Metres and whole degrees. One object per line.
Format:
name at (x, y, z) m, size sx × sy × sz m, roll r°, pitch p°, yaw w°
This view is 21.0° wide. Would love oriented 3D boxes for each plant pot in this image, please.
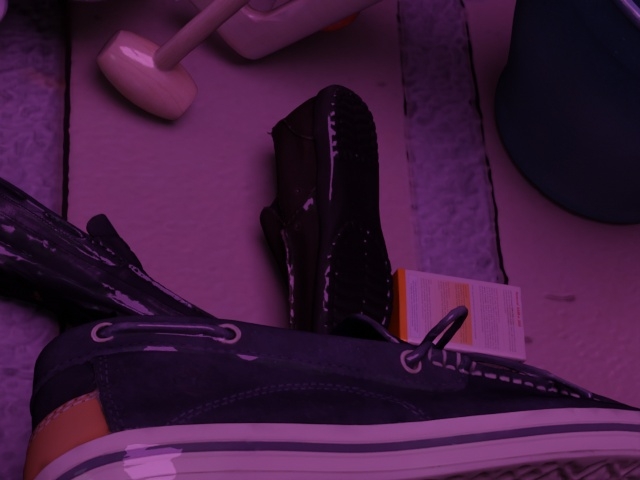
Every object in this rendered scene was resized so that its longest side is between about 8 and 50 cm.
plant pot at (0.260, -0.151, 1.309) m, size 0.271 × 0.255 × 0.272 m, roll 10°, pitch 58°, yaw -16°

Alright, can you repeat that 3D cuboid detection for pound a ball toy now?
pound a ball toy at (0.011, -0.200, 1.249) m, size 0.136 × 0.319 × 0.208 m, roll 45°, pitch 44°, yaw -27°

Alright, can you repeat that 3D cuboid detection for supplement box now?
supplement box at (0.097, 0.061, 1.252) m, size 0.098 × 0.036 × 0.062 m, roll 10°, pitch 57°, yaw -15°

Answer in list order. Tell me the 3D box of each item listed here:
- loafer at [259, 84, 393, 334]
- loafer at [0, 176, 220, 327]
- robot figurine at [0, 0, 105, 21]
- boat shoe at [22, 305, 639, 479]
loafer at (0.000, 0.000, 1.240) m, size 0.080 × 0.078 × 0.220 m, roll 25°, pitch 59°, yaw -47°
loafer at (-0.155, 0.018, 1.159) m, size 0.223 × 0.076 × 0.078 m, roll 26°, pitch 62°, yaw 0°
robot figurine at (-0.214, -0.301, 1.233) m, size 0.353 × 0.200 × 0.300 m, roll 30°, pitch 90°, yaw 13°
boat shoe at (0.045, 0.129, 1.090) m, size 0.500 × 0.187 × 0.156 m, roll 5°, pitch 43°, yaw -29°
